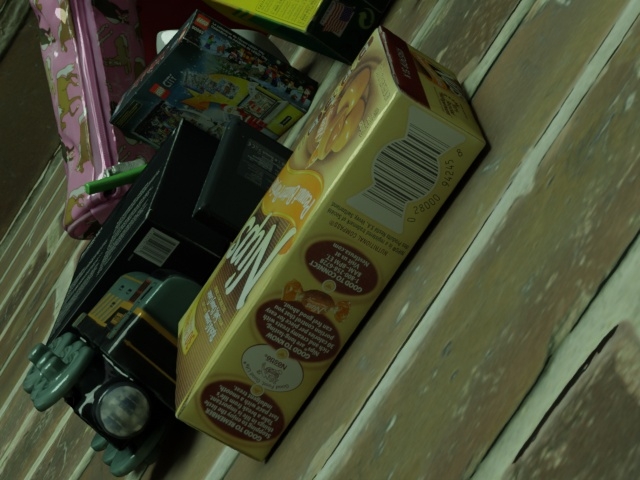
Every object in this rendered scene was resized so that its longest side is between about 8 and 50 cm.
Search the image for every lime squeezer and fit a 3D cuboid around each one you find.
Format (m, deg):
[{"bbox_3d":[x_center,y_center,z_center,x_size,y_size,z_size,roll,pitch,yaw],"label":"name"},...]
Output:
[{"bbox_3d":[-0.172,-0.119,2.241,0.310,0.110,0.059,-50,-22,-58],"label":"lime squeezer"}]

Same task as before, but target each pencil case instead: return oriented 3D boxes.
[{"bbox_3d":[-0.284,-0.197,2.371,0.167,0.160,0.386,-24,72,45],"label":"pencil case"}]

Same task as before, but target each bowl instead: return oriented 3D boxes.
[{"bbox_3d":[-0.115,-0.197,2.140,0.142,0.142,0.053,46,-130,-66],"label":"bowl"}]

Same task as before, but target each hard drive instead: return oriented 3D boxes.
[{"bbox_3d":[-0.065,-0.048,1.780,0.022,0.094,0.135,-45,19,42],"label":"hard drive"}]

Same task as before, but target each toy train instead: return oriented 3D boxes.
[{"bbox_3d":[-0.185,0.117,1.808,0.190,0.142,0.334,-49,11,-7],"label":"toy train"}]

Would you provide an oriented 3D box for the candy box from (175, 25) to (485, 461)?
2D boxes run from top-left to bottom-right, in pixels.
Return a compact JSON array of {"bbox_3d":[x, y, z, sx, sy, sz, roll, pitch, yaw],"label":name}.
[{"bbox_3d":[0.000,0.000,1.467,0.316,0.087,0.183,-55,14,16],"label":"candy box"}]

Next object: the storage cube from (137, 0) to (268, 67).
[{"bbox_3d":[-0.174,-0.336,2.562,0.215,0.193,0.184,-46,19,41],"label":"storage cube"}]

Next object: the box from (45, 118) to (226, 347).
[{"bbox_3d":[-0.198,0.017,2.101,0.261,0.103,0.184,-49,20,38],"label":"box"}]

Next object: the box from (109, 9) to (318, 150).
[{"bbox_3d":[-0.124,-0.156,2.081,0.233,0.159,0.044,-37,26,56],"label":"box"}]

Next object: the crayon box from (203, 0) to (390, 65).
[{"bbox_3d":[-0.022,-0.325,2.016,0.318,0.081,0.202,29,88,53],"label":"crayon box"}]
